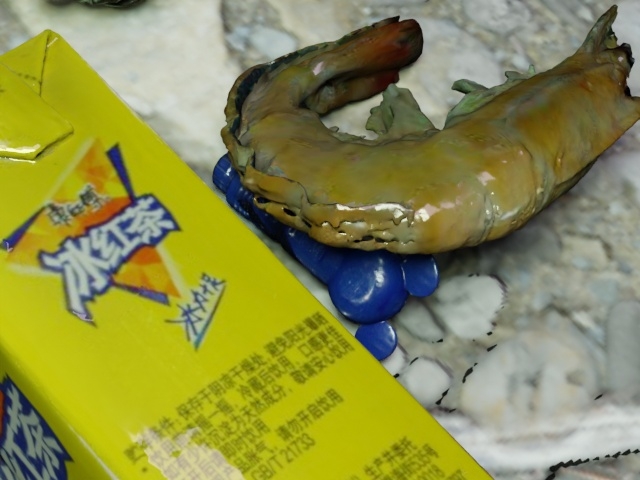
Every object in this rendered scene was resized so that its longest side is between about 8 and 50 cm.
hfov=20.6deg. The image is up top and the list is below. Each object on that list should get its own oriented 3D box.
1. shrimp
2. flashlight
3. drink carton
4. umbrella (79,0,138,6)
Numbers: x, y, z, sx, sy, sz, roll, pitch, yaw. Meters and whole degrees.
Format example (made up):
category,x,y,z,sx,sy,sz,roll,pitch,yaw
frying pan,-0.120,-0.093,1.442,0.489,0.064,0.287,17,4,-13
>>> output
category,x,y,z,sx,sy,sz,roll,pitch,yaw
shrimp,0.054,-0.062,0.836,0.173,0.058,0.253,20,35,23
flashlight,0.000,0.000,0.804,0.121,0.057,0.035,39,17,22
drink carton,-0.034,0.099,0.648,0.111,0.154,0.351,-33,69,-31
umbrella,-0.088,-0.157,0.876,0.067,0.062,0.143,23,45,38
